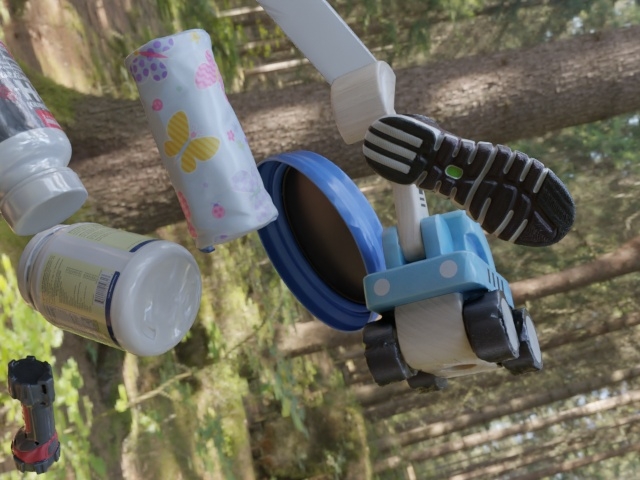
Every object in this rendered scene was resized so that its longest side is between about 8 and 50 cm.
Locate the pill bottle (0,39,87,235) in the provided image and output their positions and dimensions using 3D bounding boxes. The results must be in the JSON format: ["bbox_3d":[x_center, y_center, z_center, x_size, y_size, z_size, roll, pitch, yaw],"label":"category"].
[{"bbox_3d":[-0.520,-0.171,1.156,0.318,0.176,0.176,55,-12,6],"label":"pill bottle"}]

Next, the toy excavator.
[{"bbox_3d":[0.158,-0.006,1.140,0.433,0.222,0.445,30,47,-57],"label":"toy excavator"}]

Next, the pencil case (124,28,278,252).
[{"bbox_3d":[-0.148,-0.126,0.905,0.124,0.114,0.273,-48,117,-74],"label":"pencil case"}]

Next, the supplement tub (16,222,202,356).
[{"bbox_3d":[-0.436,0.090,1.467,0.235,0.325,0.235,-30,126,-53],"label":"supplement tub"}]

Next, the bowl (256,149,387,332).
[{"bbox_3d":[0.000,0.000,1.423,0.391,0.077,0.391,41,-31,32],"label":"bowl"}]

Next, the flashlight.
[{"bbox_3d":[-0.597,0.360,1.472,0.103,0.103,0.304,56,-33,41],"label":"flashlight"}]

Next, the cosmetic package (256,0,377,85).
[{"bbox_3d":[-0.030,-0.423,1.335,0.377,0.097,0.284,48,14,-4],"label":"cosmetic package"}]

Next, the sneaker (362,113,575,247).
[{"bbox_3d":[0.190,-0.099,0.924,0.106,0.281,0.162,-61,-174,20],"label":"sneaker"}]
